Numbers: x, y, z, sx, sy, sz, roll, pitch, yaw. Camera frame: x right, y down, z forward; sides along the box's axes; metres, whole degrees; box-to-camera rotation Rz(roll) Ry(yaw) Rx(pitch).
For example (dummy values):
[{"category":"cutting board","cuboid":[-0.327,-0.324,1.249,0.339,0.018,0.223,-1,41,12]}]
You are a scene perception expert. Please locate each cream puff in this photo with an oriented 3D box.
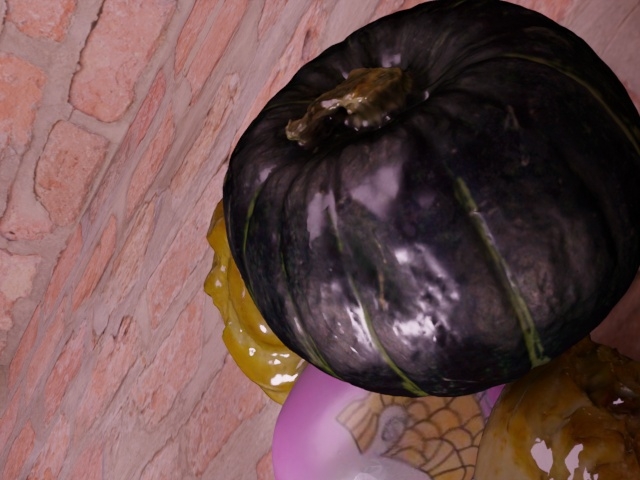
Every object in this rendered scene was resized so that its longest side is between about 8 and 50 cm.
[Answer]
[{"category":"cream puff","cuboid":[-0.007,0.005,0.962,0.269,0.274,0.324,31,102,56]}]

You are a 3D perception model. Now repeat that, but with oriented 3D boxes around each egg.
[{"category":"egg","cuboid":[0.072,0.158,0.804,0.271,0.196,0.196,-62,28,-1]}]

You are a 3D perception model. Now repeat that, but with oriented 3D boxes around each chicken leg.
[{"category":"chicken leg","cuboid":[0.183,0.278,0.620,0.201,0.152,0.430,162,114,-72]}]

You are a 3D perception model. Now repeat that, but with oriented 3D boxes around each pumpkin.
[{"category":"pumpkin","cuboid":[0.086,-0.032,0.662,0.323,0.241,0.323,-19,36,14]}]
